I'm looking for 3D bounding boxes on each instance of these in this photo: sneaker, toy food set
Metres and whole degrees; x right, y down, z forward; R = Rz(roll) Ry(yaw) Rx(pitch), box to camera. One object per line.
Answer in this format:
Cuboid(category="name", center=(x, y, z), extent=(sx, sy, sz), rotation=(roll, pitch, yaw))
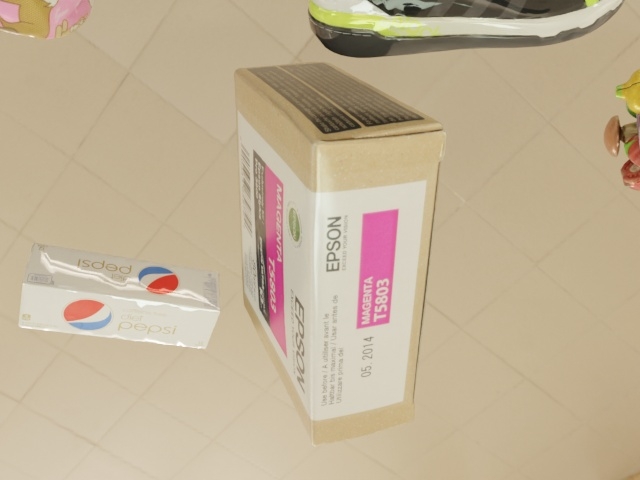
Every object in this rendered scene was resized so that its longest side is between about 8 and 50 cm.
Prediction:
Cuboid(category="sneaker", center=(0.100, -0.181, 0.391), extent=(0.235, 0.084, 0.097), rotation=(-11, 129, -10))
Cuboid(category="toy food set", center=(0.373, -0.124, 0.709), extent=(0.071, 0.128, 0.218), rotation=(1, 155, 23))

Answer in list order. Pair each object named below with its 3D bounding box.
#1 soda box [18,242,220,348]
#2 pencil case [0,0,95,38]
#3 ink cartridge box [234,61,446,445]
Cuboid(category="soda box", center=(-0.231, 0.068, 0.710), extent=(0.216, 0.069, 0.074), rotation=(11, 127, -20))
Cuboid(category="pencil case", center=(-0.220, -0.335, 0.424), extent=(0.160, 0.167, 0.386), rotation=(15, 137, -16))
Cuboid(category="ink cartridge box", center=(0.000, 0.000, 0.465), extent=(0.088, 0.193, 0.235), rotation=(-9, 119, -18))
